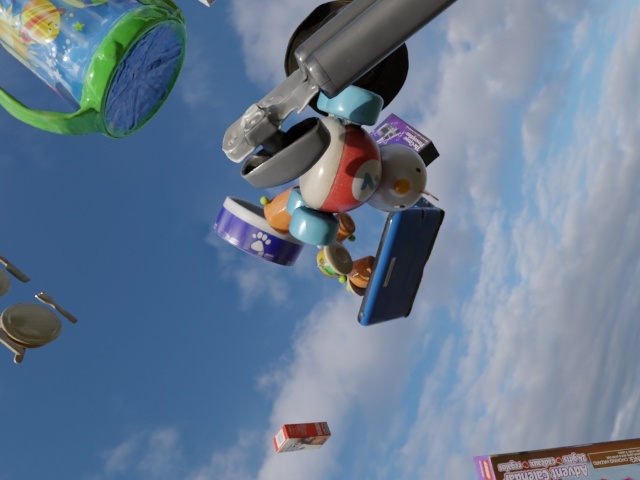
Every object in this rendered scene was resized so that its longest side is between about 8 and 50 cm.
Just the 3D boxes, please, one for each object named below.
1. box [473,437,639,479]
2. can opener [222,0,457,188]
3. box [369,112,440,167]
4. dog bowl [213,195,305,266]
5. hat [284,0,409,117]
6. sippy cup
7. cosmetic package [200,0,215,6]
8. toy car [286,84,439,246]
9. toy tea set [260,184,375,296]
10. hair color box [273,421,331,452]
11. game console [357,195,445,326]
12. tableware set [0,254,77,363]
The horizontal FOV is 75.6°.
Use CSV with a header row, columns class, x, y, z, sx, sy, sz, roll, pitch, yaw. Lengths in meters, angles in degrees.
class,x,y,z,sx,sy,sz,roll,pitch,yaw
box,0.339,0.325,0.439,0.057,0.294,0.200,93,171,-60
can opener,0.020,-0.162,0.422,0.284,0.075,0.095,-35,-49,10
box,0.302,-0.356,1.608,0.184,0.261,0.103,-44,-43,8
dog bowl,-0.173,-0.028,1.214,0.265,0.265,0.104,21,-82,-46
hat,0.081,-0.457,0.985,0.332,0.134,0.330,1,-95,-11
sippy cup,-0.384,-0.326,0.683,0.240,0.224,0.305,-55,7,26
cosmetic package,-0.263,-0.629,0.863,0.099,0.060,0.239,-46,-18,-7
toy car,0.091,-0.101,0.645,0.238,0.210,0.219,14,-72,-12
toy tea set,0.000,0.000,0.975,0.335,0.124,0.200,57,-144,1
hair color box,-0.060,0.653,1.369,0.168,0.053,0.093,11,-56,-32
game console,0.172,0.033,1.020,0.251,0.173,0.292,-3,-65,-39
tableware set,-0.507,0.106,0.655,0.039,0.194,0.128,-48,2,14
